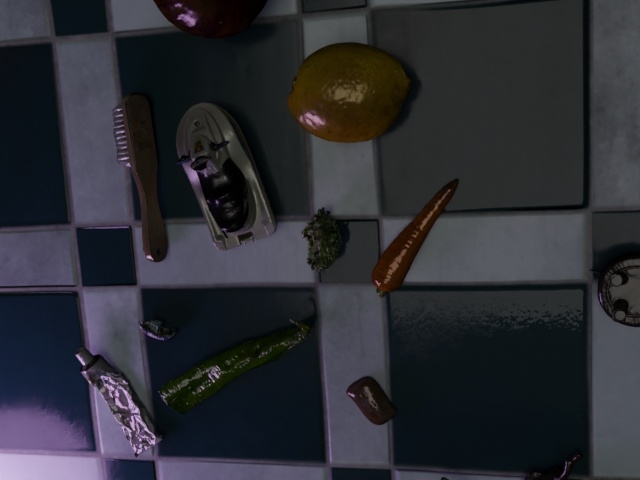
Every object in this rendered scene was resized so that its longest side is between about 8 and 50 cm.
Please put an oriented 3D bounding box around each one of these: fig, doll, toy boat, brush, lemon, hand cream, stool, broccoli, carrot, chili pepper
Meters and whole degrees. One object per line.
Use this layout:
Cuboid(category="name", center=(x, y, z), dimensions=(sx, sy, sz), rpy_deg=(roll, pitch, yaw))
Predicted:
Cuboid(category="fig", center=(-0.191, -0.469, 1.313), dimensions=(0.235, 0.214, 0.235), rpy_deg=(0, 88, -11))
Cuboid(category="doll", center=(0.448, 0.470, 1.411), dimensions=(0.139, 0.057, 0.165), rpy_deg=(42, 114, 1))
Cuboid(category="toy boat", center=(-0.185, -0.114, 1.407), dimensions=(0.140, 0.141, 0.269), rpy_deg=(-19, 110, 15))
Cuboid(category="brush", center=(-0.351, -0.118, 1.479), dimensions=(0.065, 0.070, 0.328), rpy_deg=(-1, 102, 31))
Cuboid(category="lemon", center=(0.049, -0.251, 1.310), dimensions=(0.207, 0.170, 0.170), rpy_deg=(6, 101, 8))
Cuboid(category="hand cream", center=(-0.423, 0.326, 1.580), dimensions=(0.084, 0.050, 0.257), rpy_deg=(-32, 98, 18))
Cuboid(category="stool", center=(0.560, 0.096, 1.287), dimensions=(0.217, 0.121, 0.125), rpy_deg=(25, 103, 12))
Cuboid(category="toy boat", center=(-0.329, 0.177, 1.536), dimensions=(0.083, 0.038, 0.038), rpy_deg=(15, 103, 10))
Cuboid(category="broccoli", center=(0.000, 0.000, 1.403), dimensions=(0.097, 0.092, 0.095), rpy_deg=(-44, 70, 5))
Cuboid(category="carrot", center=(0.167, -0.006, 1.386), dimensions=(0.061, 0.061, 0.257), rpy_deg=(32, 102, 5))
Cuboid(category="chili pepper", center=(-0.161, 0.237, 1.492), dimensions=(0.359, 0.076, 0.085), rpy_deg=(-32, 119, 19))

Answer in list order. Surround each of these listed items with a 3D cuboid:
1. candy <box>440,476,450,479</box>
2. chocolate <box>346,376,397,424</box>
Cuboid(category="candy", center=(0.369, 0.535, 1.421), dimensions=(0.335, 0.093, 0.092), rpy_deg=(33, 115, 6))
Cuboid(category="chocolate", center=(0.097, 0.315, 1.472), dimensions=(0.064, 0.031, 0.101), rpy_deg=(-35, 93, 20))
